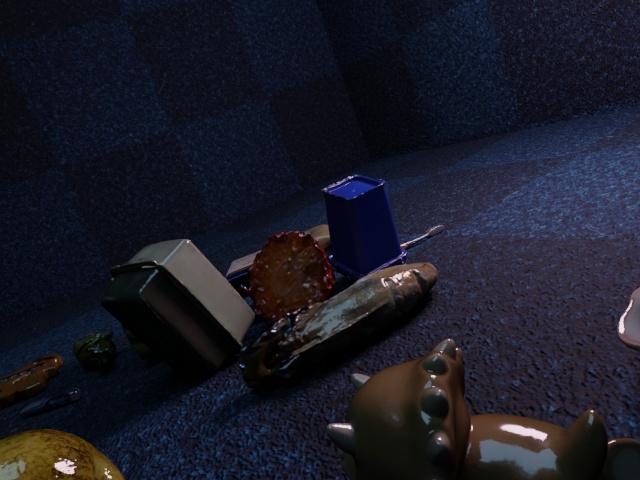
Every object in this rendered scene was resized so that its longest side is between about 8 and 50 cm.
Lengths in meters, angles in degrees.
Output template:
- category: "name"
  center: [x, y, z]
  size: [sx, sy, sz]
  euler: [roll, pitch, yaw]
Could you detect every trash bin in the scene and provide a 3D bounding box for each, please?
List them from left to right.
- category: "trash bin"
  center: [0.104, -0.024, 1.133]
  size: [0.162, 0.235, 0.184]
  euler: [-27, 29, -25]

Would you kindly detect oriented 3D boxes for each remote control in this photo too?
- category: "remote control"
  center: [-0.637, 0.383, 1.126]
  size: [0.152, 0.027, 0.043]
  euler: [-21, 17, 9]

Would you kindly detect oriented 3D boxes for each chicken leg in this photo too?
- category: "chicken leg"
  center: [-0.604, 0.298, 1.288]
  size: [0.103, 0.088, 0.227]
  euler: [-15, 3, -40]

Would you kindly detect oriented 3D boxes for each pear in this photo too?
- category: "pear"
  center: [-0.323, 0.317, 0.539]
  size: [0.197, 0.197, 0.197]
  euler: [-20, 13, 5]

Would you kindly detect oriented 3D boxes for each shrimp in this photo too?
- category: "shrimp"
  center: [0.040, 0.138, 0.915]
  size: [0.445, 0.110, 0.221]
  euler: [-24, 7, -29]

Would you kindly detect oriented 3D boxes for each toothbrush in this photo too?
- category: "toothbrush"
  center: [0.204, 0.025, 1.272]
  size: [0.321, 0.023, 0.031]
  euler: [-25, 6, -21]

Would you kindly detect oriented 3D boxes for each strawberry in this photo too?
- category: "strawberry"
  center: [-0.049, 0.097, 1.119]
  size: [0.234, 0.234, 0.178]
  euler: [-14, -15, 27]

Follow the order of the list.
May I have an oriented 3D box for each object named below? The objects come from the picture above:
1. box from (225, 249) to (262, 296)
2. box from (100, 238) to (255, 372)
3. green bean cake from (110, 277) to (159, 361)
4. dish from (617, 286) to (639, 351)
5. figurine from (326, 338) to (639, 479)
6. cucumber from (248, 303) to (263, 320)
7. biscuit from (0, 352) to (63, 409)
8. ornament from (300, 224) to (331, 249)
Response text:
- category: "box"
  center: [-0.211, 0.098, 1.519]
  size: [0.168, 0.071, 0.259]
  euler: [-21, 13, 0]
- category: "box"
  center: [-0.298, 0.143, 1.002]
  size: [0.220, 0.290, 0.166]
  euler: [-10, 37, 40]
- category: "green bean cake"
  center: [-0.421, 0.170, 1.223]
  size: [0.131, 0.230, 0.224]
  euler: [-19, 9, 1]
- category: "dish"
  center: [0.442, 0.097, 0.485]
  size: [0.229, 0.081, 0.229]
  euler: [-23, 11, 5]
- category: "figurine"
  center: [0.130, 0.180, 0.423]
  size: [0.247, 0.173, 0.177]
  euler: [-9, 17, 43]
- category: "cucumber"
  center: [-0.144, 0.172, 1.173]
  size: [0.105, 0.048, 0.048]
  euler: [-22, 13, 7]
- category: "biscuit"
  center: [-0.866, 0.402, 1.364]
  size: [0.278, 0.043, 0.301]
  euler: [-19, 13, 7]
- category: "ornament"
  center: [0.000, 0.000, 1.608]
  size: [0.244, 0.061, 0.230]
  euler: [-23, 14, 7]
